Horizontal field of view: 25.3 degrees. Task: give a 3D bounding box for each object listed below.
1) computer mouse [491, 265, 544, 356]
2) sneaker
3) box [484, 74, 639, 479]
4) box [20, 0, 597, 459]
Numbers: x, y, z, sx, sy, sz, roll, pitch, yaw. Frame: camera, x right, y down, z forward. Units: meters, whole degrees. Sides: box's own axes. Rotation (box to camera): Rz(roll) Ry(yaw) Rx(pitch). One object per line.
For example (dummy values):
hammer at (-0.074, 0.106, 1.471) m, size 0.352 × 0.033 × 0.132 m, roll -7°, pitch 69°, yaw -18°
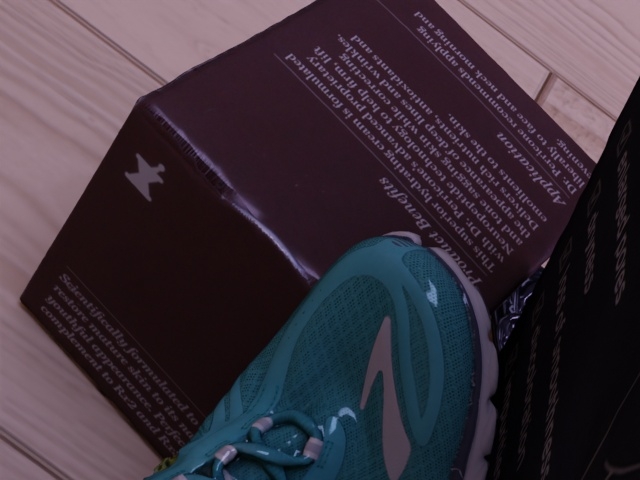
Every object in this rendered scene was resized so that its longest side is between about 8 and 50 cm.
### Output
computer mouse at (0.219, 0.121, 0.827) m, size 0.272 × 0.072 × 0.188 m, roll 9°, pitch 54°, yaw -12°
sneaker at (-0.035, 0.116, 0.522) m, size 0.107 × 0.275 × 0.110 m, roll 39°, pitch 6°, yaw 34°
box at (0.197, 0.130, 0.411) m, size 0.297 × 0.472 × 0.480 m, roll 21°, pitch 31°, yaw 2°
box at (0.000, 0.000, 0.701) m, size 0.168 × 0.167 × 0.203 m, roll 47°, pitch 46°, yaw 6°
